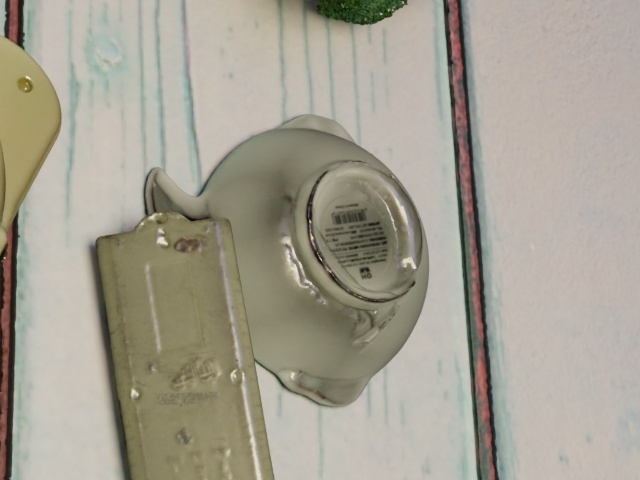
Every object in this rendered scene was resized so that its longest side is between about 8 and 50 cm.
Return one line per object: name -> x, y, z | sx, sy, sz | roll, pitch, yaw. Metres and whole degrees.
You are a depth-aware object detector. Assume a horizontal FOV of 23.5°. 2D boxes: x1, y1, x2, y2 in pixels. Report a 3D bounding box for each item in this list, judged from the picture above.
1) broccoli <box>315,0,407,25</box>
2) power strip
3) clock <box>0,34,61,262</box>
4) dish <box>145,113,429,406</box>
broccoli -> 0.026, -0.288, 1.149 | 0.269, 0.254, 0.269 | 13, 33, -9
power strip -> -0.083, 0.113, 0.999 | 0.092, 0.034, 0.268 | -10, 77, -5
clock -> -0.324, -0.056, 0.863 | 0.309, 0.114, 0.284 | 35, 58, -19
dish -> 0.000, 0.000, 1.097 | 0.246, 0.078, 0.224 | 12, 68, -33
